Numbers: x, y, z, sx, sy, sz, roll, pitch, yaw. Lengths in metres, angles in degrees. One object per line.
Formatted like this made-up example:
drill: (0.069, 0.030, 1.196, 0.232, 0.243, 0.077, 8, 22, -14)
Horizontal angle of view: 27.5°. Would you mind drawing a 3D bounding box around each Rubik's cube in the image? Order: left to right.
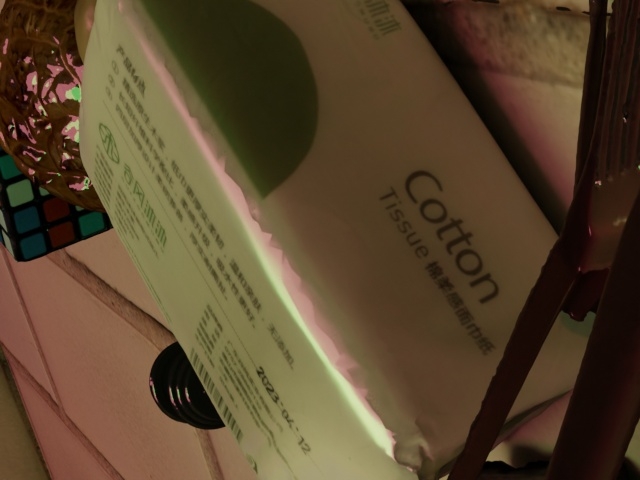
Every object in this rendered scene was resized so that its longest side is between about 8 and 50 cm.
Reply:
Rubik's cube: (-0.300, -0.114, 1.441, 0.182, 0.187, 0.184, 43, 150, 44)

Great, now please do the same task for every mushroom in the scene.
mushroom: (-0.208, -0.139, 1.229, 0.253, 0.153, 0.253, 20, 124, 32)

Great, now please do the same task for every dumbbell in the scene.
dumbbell: (-0.132, 0.157, 1.445, 0.099, 0.099, 0.208, 68, 159, -5)

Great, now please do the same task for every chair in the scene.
chair: (0.180, 0.005, 0.557, 0.175, 0.183, 0.326, -23, 46, 69)

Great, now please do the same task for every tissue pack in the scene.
tissue pack: (0.001, -0.001, 0.851, 0.356, 0.194, 0.266, 59, 157, 13)

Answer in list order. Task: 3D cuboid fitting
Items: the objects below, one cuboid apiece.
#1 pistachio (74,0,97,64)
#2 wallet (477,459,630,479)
pistachio: (-0.120, -0.150, 1.070, 0.144, 0.144, 0.215, 23, 139, 60)
wallet: (0.187, 0.253, 0.879, 0.182, 0.049, 0.229, -23, 89, 65)
